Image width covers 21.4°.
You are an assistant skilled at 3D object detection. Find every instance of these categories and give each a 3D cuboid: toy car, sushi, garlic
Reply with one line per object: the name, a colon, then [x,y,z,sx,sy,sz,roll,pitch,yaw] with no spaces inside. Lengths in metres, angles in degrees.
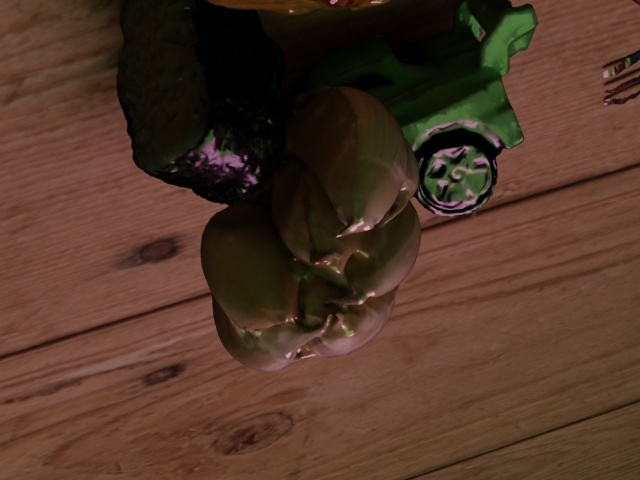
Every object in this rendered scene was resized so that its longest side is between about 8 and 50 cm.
toy car: [0.061,-0.124,1.753,0.359,0.213,0.176,-20,116,3]
sushi: [-0.108,-0.142,1.566,0.124,0.225,0.127,-32,145,31]
garlic: [0.008,0.011,1.592,0.185,0.203,0.281,35,105,-33]

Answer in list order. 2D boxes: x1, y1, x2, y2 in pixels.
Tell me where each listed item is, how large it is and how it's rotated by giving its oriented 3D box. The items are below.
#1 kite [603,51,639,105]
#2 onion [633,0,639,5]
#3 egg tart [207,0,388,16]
kite: [0.451,-0.231,2.039,0.245,0.015,0.141,-25,147,-3]
onion: [0.404,-0.319,1.632,0.273,0.285,0.273,-12,125,-18]
egg tart: [0.032,-0.364,1.375,0.443,0.178,0.443,-18,151,-10]
